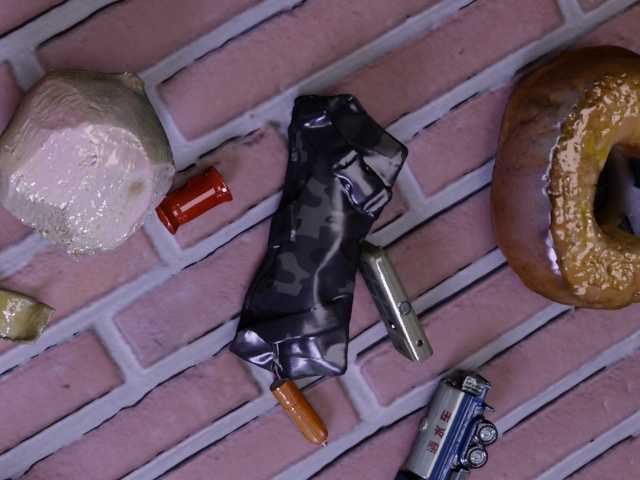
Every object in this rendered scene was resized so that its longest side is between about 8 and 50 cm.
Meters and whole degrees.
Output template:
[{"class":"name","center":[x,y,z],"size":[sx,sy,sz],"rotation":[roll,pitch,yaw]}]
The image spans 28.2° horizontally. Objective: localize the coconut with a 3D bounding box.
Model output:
[{"class":"coconut","center":[-0.243,-0.094,1.326],"size":[0.194,0.194,0.194],"rotation":[-4,103,-17]}]

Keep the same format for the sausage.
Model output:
[{"class":"sausage","center":[-0.022,0.209,1.539],"size":[0.031,0.031,0.107],"rotation":[-38,112,-7]}]

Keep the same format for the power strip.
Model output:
[{"class":"power strip","center":[0.087,0.079,1.523],"size":[0.028,0.076,0.169],"rotation":[-30,108,-13]}]

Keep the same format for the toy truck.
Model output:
[{"class":"toy truck","center":[0.156,0.261,1.586],"size":[0.088,0.074,0.201],"rotation":[21,94,-16]}]

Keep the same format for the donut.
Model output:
[{"class":"donut","center":[0.344,-0.068,1.538],"size":[0.299,0.150,0.317],"rotation":[-39,110,-4]}]

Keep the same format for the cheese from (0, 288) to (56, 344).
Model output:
[{"class":"cheese","center":[-0.337,0.088,1.405],"size":[0.084,0.041,0.060],"rotation":[15,89,-5]}]

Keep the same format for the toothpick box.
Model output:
[{"class":"toothpick box","center":[-0.146,-0.045,1.436],"size":[0.083,0.047,0.047],"rotation":[-31,109,-9]}]

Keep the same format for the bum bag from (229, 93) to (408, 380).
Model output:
[{"class":"bum bag","center":[0.000,0.000,1.464],"size":[0.144,0.095,0.340],"rotation":[16,96,10]}]
